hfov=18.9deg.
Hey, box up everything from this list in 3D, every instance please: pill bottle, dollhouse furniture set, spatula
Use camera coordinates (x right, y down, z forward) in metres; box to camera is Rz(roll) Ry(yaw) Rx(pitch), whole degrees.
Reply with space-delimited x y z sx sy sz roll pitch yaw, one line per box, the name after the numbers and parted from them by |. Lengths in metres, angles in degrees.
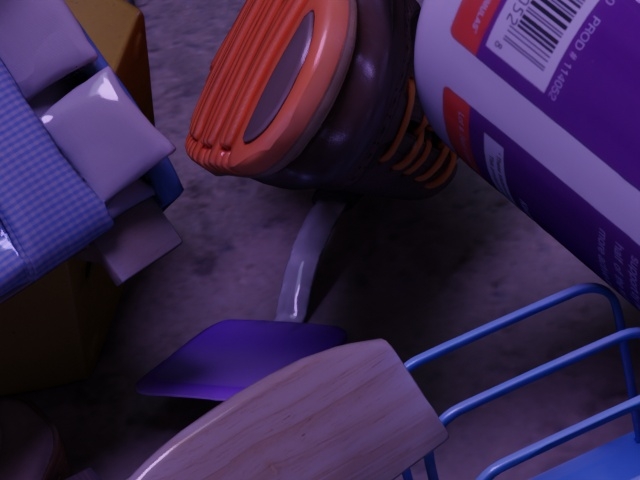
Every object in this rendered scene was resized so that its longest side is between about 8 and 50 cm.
0.197 -0.028 0.743 0.181 0.181 0.323 -32 56 -23 | pill bottle
-0.156 0.026 0.745 0.286 0.303 0.198 -33 -1 -25 | dollhouse furniture set
0.000 0.000 1.019 0.084 0.030 0.296 3 37 25 | spatula

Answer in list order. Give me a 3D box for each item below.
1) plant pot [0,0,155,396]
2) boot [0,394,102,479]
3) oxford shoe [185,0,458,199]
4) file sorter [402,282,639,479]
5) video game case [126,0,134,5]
-0.192 -0.038 0.984 0.187 0.212 0.212 9 52 8 | plant pot
-0.151 0.122 0.892 0.087 0.042 0.118 -32 36 -20 | boot
0.022 -0.080 0.916 0.132 0.130 0.364 28 12 -6 | oxford shoe
0.111 0.109 0.741 0.118 0.104 0.170 -23 33 -12 | file sorter
-0.262 -0.075 1.239 0.300 0.036 0.329 -15 33 1 | video game case
